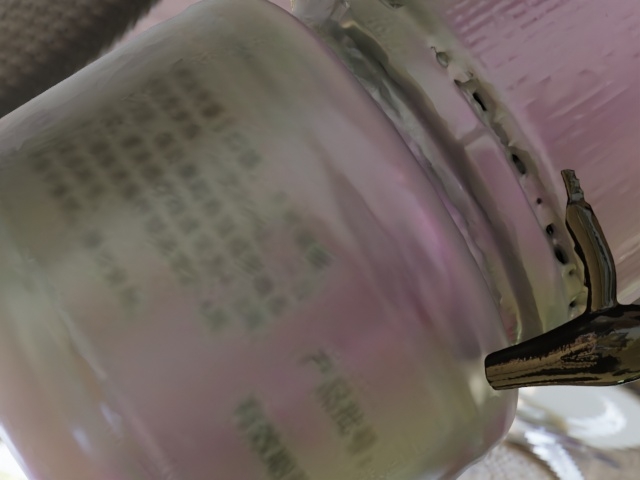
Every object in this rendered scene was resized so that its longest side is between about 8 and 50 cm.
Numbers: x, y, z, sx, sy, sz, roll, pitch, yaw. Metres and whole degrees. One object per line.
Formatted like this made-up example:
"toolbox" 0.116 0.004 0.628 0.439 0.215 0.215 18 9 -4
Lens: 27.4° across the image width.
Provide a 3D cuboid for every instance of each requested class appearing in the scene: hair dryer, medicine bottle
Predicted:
"hair dryer" 0.094 0.016 0.502 0.079 0.083 0.031 -14 175 33
"medicine bottle" 0.000 0.000 0.625 0.256 0.325 0.256 54 171 13
